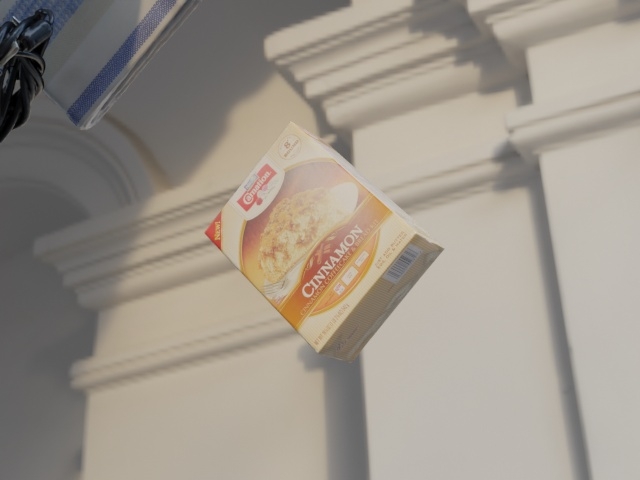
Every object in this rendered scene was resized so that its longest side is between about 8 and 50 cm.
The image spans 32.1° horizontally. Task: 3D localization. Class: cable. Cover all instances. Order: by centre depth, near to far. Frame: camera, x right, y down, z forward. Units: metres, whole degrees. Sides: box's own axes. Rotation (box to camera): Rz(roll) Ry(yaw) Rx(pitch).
[{"bbox_3d":[-0.283,-0.107,0.933,0.047,0.150,0.184,35,-50,-7],"label":"cable"}]

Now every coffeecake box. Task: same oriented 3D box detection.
[{"bbox_3d":[0.000,0.000,1.055,0.142,0.185,0.068,-52,-32,9],"label":"coffeecake box"}]

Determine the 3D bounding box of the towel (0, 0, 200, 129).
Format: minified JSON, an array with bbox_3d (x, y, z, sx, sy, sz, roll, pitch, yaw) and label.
[{"bbox_3d":[-0.246,-0.266,1.017,0.209,0.285,0.034,-46,-6,23],"label":"towel"}]
